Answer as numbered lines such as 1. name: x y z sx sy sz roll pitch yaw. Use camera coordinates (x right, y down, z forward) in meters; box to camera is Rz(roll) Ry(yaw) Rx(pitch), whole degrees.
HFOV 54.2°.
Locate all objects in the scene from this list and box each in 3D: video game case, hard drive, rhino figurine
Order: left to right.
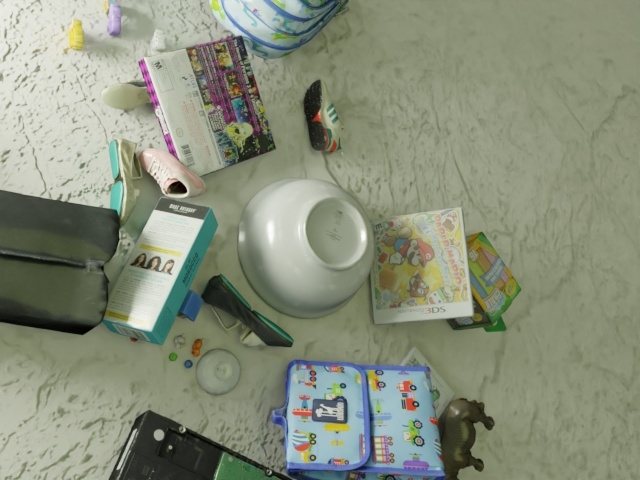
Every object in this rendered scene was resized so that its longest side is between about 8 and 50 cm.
1. hard drive: -0.185 0.452 1.003 0.339 0.064 0.236 32 46 -19
2. video game case: -0.207 -0.252 1.185 0.210 0.042 0.232 -27 108 -32
3. video game case: 0.200 0.331 1.320 0.143 0.019 0.157 50 59 -10
4. video game case: 0.204 0.055 1.305 0.026 0.207 0.226 30 55 -67
5. rhino figurine: 0.287 0.446 1.311 0.106 0.073 0.243 27 72 -27

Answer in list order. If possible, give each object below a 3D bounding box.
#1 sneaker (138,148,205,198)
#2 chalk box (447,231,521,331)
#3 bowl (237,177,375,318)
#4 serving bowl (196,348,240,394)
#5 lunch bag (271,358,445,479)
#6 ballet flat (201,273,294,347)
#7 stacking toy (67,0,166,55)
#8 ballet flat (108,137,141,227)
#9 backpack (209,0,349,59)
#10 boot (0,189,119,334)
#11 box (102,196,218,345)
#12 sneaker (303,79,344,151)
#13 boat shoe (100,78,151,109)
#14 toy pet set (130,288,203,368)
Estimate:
1. sneaker: -0.274 -0.118 1.109 0.134 0.051 0.070 32 21 3
2. chalk box: 0.343 0.111 1.395 0.132 0.132 0.213 -41 100 -31
3. bowl: 0.000 0.000 1.223 0.298 0.134 0.297 8 74 -29
4. serving bowl: -0.179 0.234 1.119 0.083 0.027 0.083 8 73 -28
5. lunch bag: 0.054 0.336 1.137 0.293 0.138 0.221 11 43 -11
6. ballet flat: -0.139 0.146 1.148 0.203 0.074 0.074 45 60 -20
7. stacking toy: -0.385 -0.448 1.161 0.167 0.052 0.221 -4 79 -31
8. ballet flat: -0.338 -0.101 1.098 0.052 0.057 0.168 5 75 -39
9. backpack: -0.071 -0.542 1.275 0.290 0.273 0.355 45 72 -21
10. boot: -0.519 -0.072 0.925 0.445 0.146 0.366 14 81 -23
11. box: -0.268 0.046 1.058 0.101 0.060 0.244 12 60 14
12. sneaker: 0.012 -0.265 1.352 0.075 0.057 0.161 6 72 -46
13. boat shoe: -0.339 -0.273 1.149 0.137 0.043 0.049 -18 128 -31
14. toy pet set: -0.244 0.145 1.080 0.122 0.065 0.114 31 66 -21
